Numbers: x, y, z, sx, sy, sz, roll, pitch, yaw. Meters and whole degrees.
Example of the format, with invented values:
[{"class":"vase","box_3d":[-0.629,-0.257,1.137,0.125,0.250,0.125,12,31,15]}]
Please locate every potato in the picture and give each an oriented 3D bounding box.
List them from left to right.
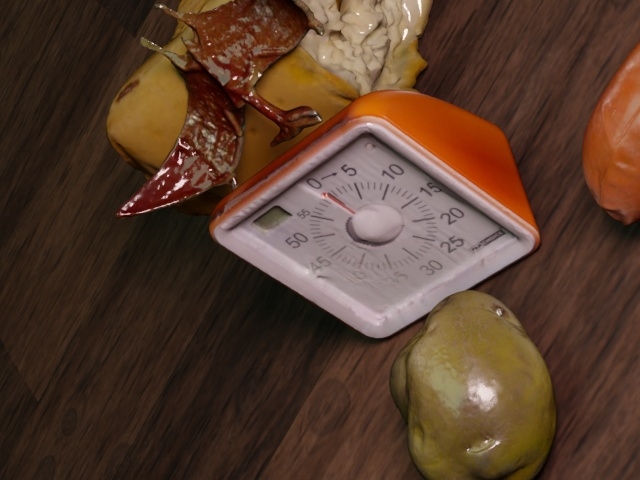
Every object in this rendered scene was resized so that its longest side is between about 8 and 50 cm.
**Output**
[{"class":"potato","box_3d":[0.148,0.149,1.496,0.154,0.137,0.200,104,156,-48]}]

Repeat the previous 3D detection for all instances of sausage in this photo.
[{"class":"sausage","box_3d":[0.330,-0.133,1.401,0.258,0.133,0.133,-56,40,18]}]

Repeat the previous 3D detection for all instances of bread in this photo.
[{"class":"bread","box_3d":[-0.053,-0.203,1.796,0.394,0.250,0.361,-36,19,38]}]

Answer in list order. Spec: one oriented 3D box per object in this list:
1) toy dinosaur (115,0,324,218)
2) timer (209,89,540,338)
[{"class":"toy dinosaur","box_3d":[-0.118,-0.149,1.557,0.327,0.113,0.206,-26,98,40]},{"class":"timer","box_3d":[0.050,-0.041,1.597,0.257,0.250,0.161,-34,50,37]}]
